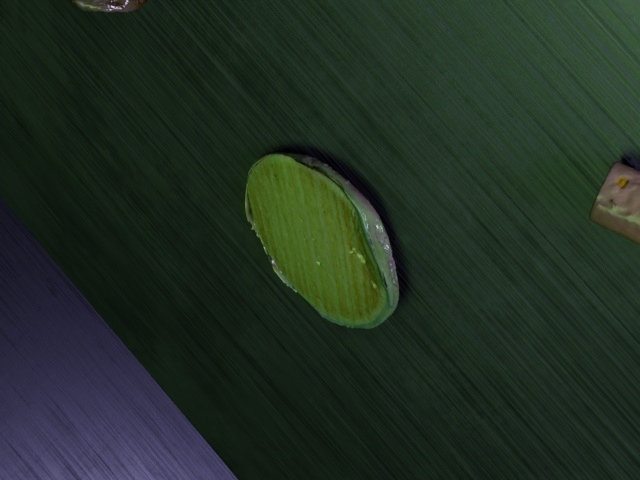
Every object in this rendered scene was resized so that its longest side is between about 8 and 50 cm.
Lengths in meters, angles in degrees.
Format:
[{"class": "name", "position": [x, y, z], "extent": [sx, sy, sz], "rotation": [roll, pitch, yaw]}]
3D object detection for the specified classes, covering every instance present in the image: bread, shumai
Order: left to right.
[{"class": "shumai", "position": [-0.292, -0.372, 0.935], "extent": [0.139, 0.123, 0.105], "rotation": [39, 138, 42]}, {"class": "bread", "position": [-0.003, 0.001, 1.019], "extent": [0.301, 0.045, 0.302], "rotation": [33, 142, 30]}]

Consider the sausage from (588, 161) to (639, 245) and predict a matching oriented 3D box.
[{"class": "sausage", "position": [0.364, 0.030, 0.569], "extent": [0.301, 0.066, 0.066], "rotation": [33, 145, 24]}]
